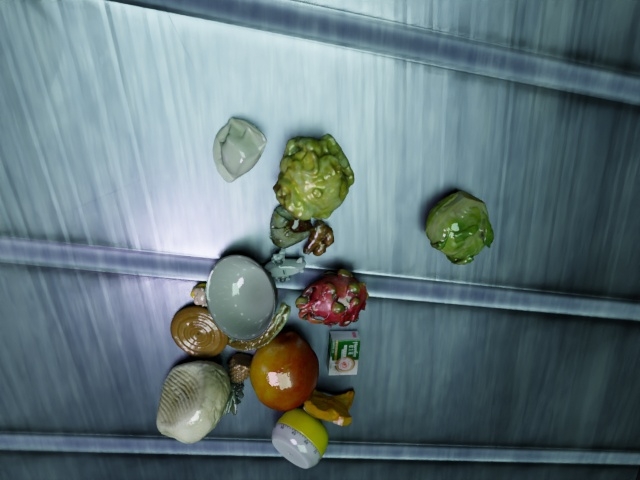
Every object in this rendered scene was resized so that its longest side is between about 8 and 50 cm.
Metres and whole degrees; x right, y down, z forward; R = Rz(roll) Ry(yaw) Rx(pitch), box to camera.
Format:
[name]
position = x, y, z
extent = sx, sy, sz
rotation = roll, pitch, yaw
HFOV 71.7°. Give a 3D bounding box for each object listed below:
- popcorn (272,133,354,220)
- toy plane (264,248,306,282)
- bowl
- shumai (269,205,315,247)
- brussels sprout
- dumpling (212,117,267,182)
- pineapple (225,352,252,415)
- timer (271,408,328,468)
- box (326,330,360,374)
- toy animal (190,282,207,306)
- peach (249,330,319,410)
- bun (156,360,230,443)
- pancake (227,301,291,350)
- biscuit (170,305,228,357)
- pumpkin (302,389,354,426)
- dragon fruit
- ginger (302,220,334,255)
[popcorn]
position = -0.029, -0.232, 1.585
extent = 0.311, 0.312, 0.313
rotation = -3, 113, -7
[toy plane]
position = -0.144, 0.105, 1.813
extent = 0.173, 0.080, 0.174
rotation = -6, 132, -6
[bowl]
position = -0.280, 0.217, 1.768
extent = 0.336, 0.157, 0.338
rotation = 2, 95, 28
[shumai]
position = -0.114, -0.034, 1.724
extent = 0.183, 0.142, 0.184
rotation = -3, 110, -7
[brussels sprout]
position = 0.553, -0.046, 1.770
extent = 0.259, 0.227, 0.295
rotation = 9, 104, -27
[dumpling]
position = -0.306, -0.331, 1.599
extent = 0.179, 0.131, 0.252
rotation = 43, 124, -2
[pineapple]
position = -0.378, 0.645, 1.989
extent = 0.130, 0.119, 0.278
rotation = 11, 111, -33
[timer]
position = -0.069, 0.891, 2.091
extent = 0.284, 0.285, 0.286
rotation = -3, 113, -7
[box]
position = 0.103, 0.512, 2.019
extent = 0.135, 0.081, 0.199
rotation = 0, 115, -8
[toy animal]
position = -0.491, 0.237, 1.819
extent = 0.091, 0.082, 0.115
rotation = -5, 114, -4
[peach]
position = -0.152, 0.550, 1.894
extent = 0.307, 0.308, 0.333
rotation = 8, 99, -11
[bun]
position = -0.520, 0.676, 1.873
extent = 0.227, 0.348, 0.353
rotation = 35, 83, -39
[pancake]
position = -0.272, 0.358, 1.868
extent = 0.376, 0.198, 0.054
rotation = -23, 158, 24
[biscuit]
position = -0.515, 0.394, 1.876
extent = 0.261, 0.037, 0.262
rotation = 3, 115, 6
[pumpkin]
position = 0.041, 0.747, 2.018
extent = 0.289, 0.258, 0.095
rotation = 17, 95, -10
[dragon fruit]
position = 0.047, 0.253, 1.819
extent = 0.307, 0.243, 0.227
rotation = -49, 149, 9
[ginger]
position = 0.000, 0.000, 1.795
extent = 0.103, 0.073, 0.162
rotation = 27, 113, -3
